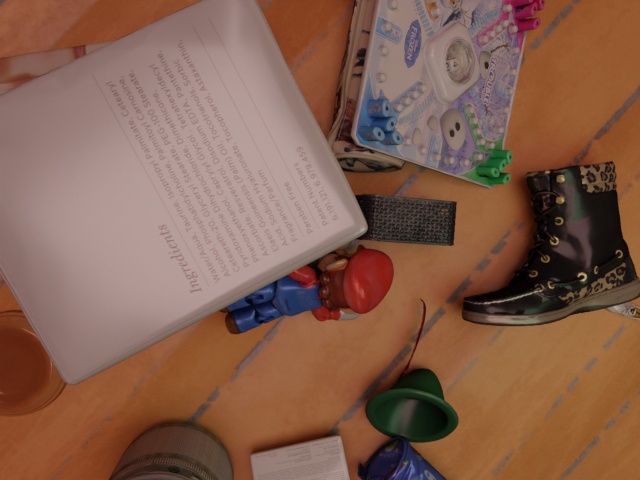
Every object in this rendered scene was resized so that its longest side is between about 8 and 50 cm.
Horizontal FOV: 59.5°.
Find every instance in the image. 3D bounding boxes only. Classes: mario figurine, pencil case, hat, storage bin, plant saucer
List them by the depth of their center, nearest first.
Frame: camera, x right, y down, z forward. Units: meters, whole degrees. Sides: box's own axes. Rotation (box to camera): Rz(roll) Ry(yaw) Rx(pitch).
[{"bbox_3d":[0.105,-0.316,1.023,0.184,0.160,0.409,11,91,-26],"label":"pencil case"},{"bbox_3d":[-0.571,0.231,1.036,0.200,0.037,0.199,0,93,-6],"label":"plant saucer"},{"bbox_3d":[-0.025,0.072,1.038,0.321,0.198,0.169,-11,75,6],"label":"mario figurine"},{"bbox_3d":[0.151,-0.037,1.049,0.180,0.122,0.084,4,91,-15],"label":"storage bin"},{"bbox_3d":[0.214,0.523,1.084,0.306,0.119,0.133,46,53,-6],"label":"pencil case"},{"bbox_3d":[0.197,0.274,1.125,0.173,0.183,0.208,32,132,-13],"label":"hat"}]

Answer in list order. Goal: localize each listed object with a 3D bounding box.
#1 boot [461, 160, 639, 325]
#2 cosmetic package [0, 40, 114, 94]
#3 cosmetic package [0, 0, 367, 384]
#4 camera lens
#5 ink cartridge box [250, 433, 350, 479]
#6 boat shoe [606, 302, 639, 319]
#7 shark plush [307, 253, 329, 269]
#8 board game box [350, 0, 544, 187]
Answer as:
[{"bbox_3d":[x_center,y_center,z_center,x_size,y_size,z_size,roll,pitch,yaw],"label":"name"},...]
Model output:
[{"bbox_3d":[0.435,0.006,1.083,0.378,0.138,0.283,-9,94,-9],"label":"boot"},{"bbox_3d":[-0.477,-0.245,0.972,0.297,0.153,0.129,-11,94,-7],"label":"cosmetic package"},{"bbox_3d":[-0.202,-0.072,0.774,0.394,0.329,0.327,-28,97,-5],"label":"cosmetic package"},{"bbox_3d":[-0.264,0.456,0.957,0.220,0.274,0.219,0,92,-6],"label":"camera lens"},{"bbox_3d":[-0.026,0.497,1.049,0.181,0.056,0.224,-11,71,-2],"label":"ink cartridge box"},{"bbox_3d":[0.639,0.143,1.161,0.100,0.035,0.035,23,90,-7],"label":"boat shoe"},{"bbox_3d":[0.000,0.000,1.096,0.067,0.073,0.161,27,111,13],"label":"shark plush"},{"bbox_3d":[0.248,-0.318,0.998,0.390,0.050,0.389,10,91,-38],"label":"board game box"}]
